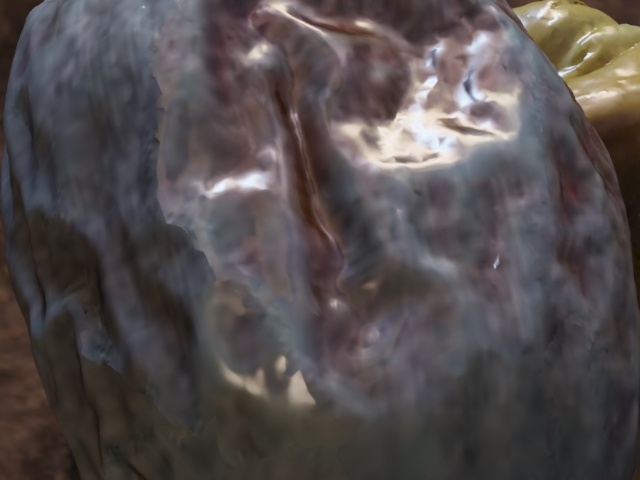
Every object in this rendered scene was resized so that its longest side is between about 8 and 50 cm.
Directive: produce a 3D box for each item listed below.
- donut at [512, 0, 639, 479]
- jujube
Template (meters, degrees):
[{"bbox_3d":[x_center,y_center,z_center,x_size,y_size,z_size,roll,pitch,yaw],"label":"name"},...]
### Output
[{"bbox_3d":[0.122,0.040,1.084,0.170,0.360,0.360,-107,-4,-49],"label":"donut"},{"bbox_3d":[-0.004,0.004,0.791,0.215,0.246,0.308,105,159,-60],"label":"jujube"}]
